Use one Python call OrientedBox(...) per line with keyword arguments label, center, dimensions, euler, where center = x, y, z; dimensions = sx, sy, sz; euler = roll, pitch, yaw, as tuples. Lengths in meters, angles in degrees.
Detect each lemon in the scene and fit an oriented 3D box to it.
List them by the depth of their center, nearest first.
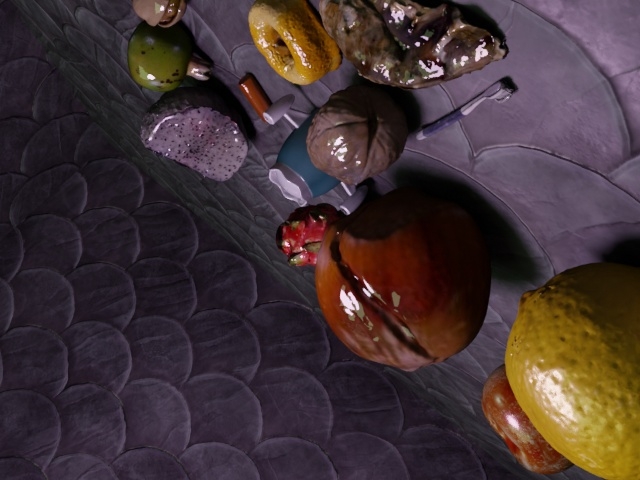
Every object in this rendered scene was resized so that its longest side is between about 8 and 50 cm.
OrientedBox(label="lemon", center=(0.446, 0.195, 1.019), dimensions=(0.336, 0.336, 0.336), euler=(40, 165, 13))

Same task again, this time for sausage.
OrientedBox(label="sausage", center=(-0.147, -0.334, 1.613), dimensions=(0.041, 0.039, 0.131), euler=(22, 154, 48))

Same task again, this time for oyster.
OrientedBox(label="oyster", center=(0.120, -0.288, 0.969), dimensions=(0.294, 0.094, 0.166), euler=(18, 143, 46))

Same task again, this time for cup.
OrientedBox(label="cup", center=(-0.018, -0.171, 1.472), dimensions=(0.300, 0.173, 0.167), euler=(48, 165, -21))

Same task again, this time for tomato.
OrientedBox(label="tomato", center=(0.511, 0.393, 1.578), dimensions=(0.270, 0.222, 0.270), euler=(59, 178, 3))

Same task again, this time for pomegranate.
OrientedBox(label="pomegranate", center=(-0.369, -0.448, 1.673), dimensions=(0.209, 0.180, 0.180), euler=(16, 167, -8))

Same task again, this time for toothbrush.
OrientedBox(label="toothbrush", center=(0.219, -0.199, 1.074), dimensions=(0.026, 0.024, 0.288), euler=(31, 167, -12))

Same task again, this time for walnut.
OrientedBox(label="walnut", center=(0.062, -0.184, 1.229), dimensions=(0.178, 0.178, 0.230), euler=(44, 159, -5))

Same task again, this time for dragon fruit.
OrientedBox(label="dragon fruit", center=(0.000, 0.000, 1.552), dimensions=(0.172, 0.166, 0.160), euler=(7, 149, 30))
OrientedBox(label="dragon fruit", center=(-0.328, -0.322, 1.844), dimensions=(0.283, 0.204, 0.221), euler=(27, -153, -37))

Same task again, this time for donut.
OrientedBox(label="donut", center=(-0.055, -0.362, 1.227), dimensions=(0.174, 0.074, 0.190), euler=(26, 157, 49))

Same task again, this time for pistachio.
OrientedBox(label="pistachio", center=(-0.351, -0.528, 1.501), dimensions=(0.149, 0.113, 0.113), euler=(3, 140, 45))

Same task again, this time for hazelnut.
OrientedBox(label="hazelnut", center=(0.171, 0.076, 1.360), dimensions=(0.372, 0.372, 0.315), euler=(35, -160, 28))

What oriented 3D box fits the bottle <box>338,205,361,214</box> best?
OrientedBox(label="bottle", center=(0.172, 0.055, 1.631), dimensions=(0.347, 0.168, 0.168), euler=(32, 162, 29))
